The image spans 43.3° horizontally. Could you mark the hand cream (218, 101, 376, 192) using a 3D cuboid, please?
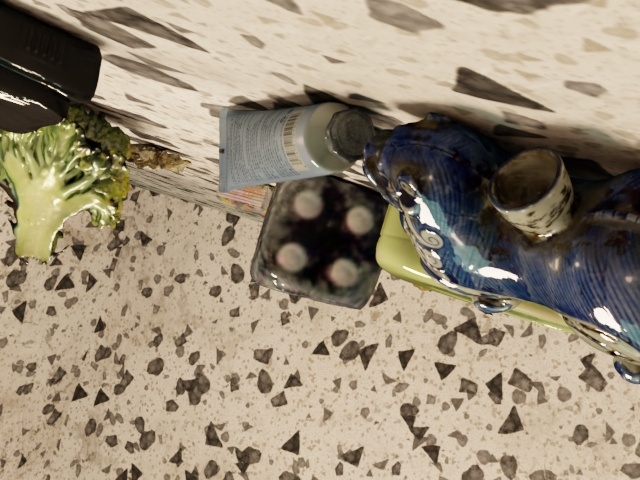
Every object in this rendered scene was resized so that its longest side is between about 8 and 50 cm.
[{"bbox_3d":[-0.040,-0.091,0.753,0.058,0.091,0.271,-4,-176,-29],"label":"hand cream"}]

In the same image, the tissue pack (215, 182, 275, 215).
[{"bbox_3d":[-0.128,-0.084,1.652,0.148,0.060,0.108,17,179,41],"label":"tissue pack"}]

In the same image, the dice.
[{"bbox_3d":[0.000,0.000,1.218,0.182,0.183,0.181,17,176,-8],"label":"dice"}]

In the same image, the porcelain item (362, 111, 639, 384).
[{"bbox_3d":[0.170,-0.012,0.588,0.288,0.138,0.186,22,164,47],"label":"porcelain item"}]

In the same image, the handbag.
[{"bbox_3d":[-0.365,-0.177,0.740,0.275,0.088,0.244,17,171,-39],"label":"handbag"}]

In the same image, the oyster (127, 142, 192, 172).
[{"bbox_3d":[-0.324,-0.156,1.519,0.148,0.051,0.103,2,-178,-28],"label":"oyster"}]

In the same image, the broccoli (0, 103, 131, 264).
[{"bbox_3d":[-0.405,-0.111,1.295,0.242,0.273,0.180,19,-149,2],"label":"broccoli"}]

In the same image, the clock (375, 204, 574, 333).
[{"bbox_3d":[0.252,0.036,0.990,0.348,0.117,0.286,16,177,13],"label":"clock"}]
